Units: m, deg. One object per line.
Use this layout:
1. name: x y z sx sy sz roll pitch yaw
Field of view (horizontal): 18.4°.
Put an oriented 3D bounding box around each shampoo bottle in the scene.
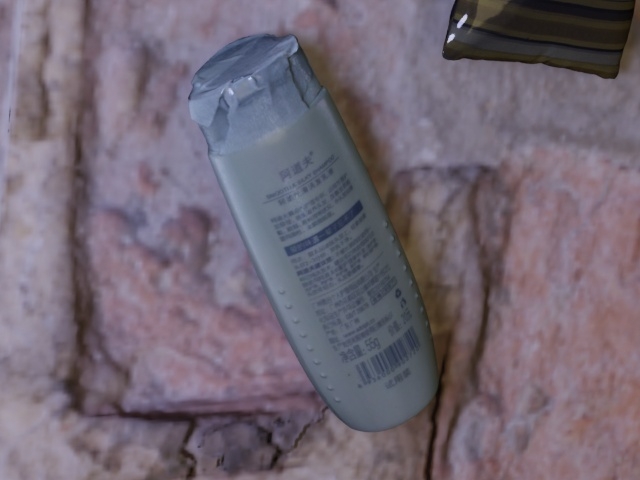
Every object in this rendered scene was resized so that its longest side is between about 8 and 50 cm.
1. shampoo bottle: 0.000 0.000 0.961 0.072 0.049 0.212 -29 120 -10

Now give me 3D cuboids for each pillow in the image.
1. pillow: 0.125 -0.181 0.964 0.113 0.038 0.203 5 107 -31
